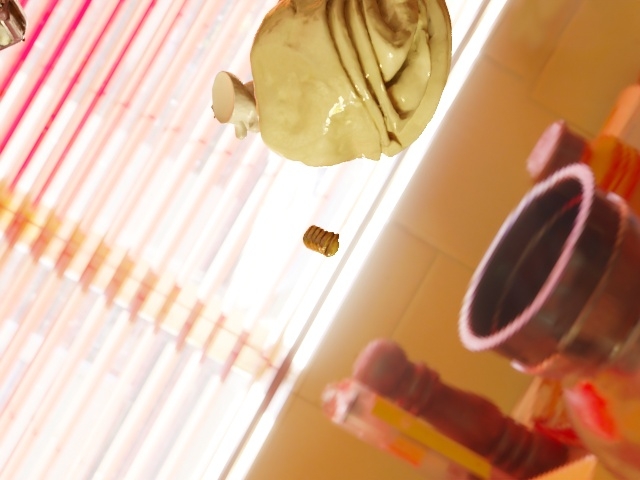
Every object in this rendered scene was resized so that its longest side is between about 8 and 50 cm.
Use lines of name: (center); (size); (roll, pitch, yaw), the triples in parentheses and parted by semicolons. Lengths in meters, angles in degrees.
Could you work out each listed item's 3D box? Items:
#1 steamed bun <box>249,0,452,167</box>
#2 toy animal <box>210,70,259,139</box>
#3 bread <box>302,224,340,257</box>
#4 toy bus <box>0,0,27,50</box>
steamed bun: (0.067, -0.240, 1.419); (0.289, 0.203, 0.276); (-20, -72, -49)
toy animal: (-0.087, -0.250, 2.030); (0.104, 0.221, 0.131); (-42, 61, 49)
bread: (0.000, 0.000, 1.943); (0.088, 0.033, 0.049); (26, 102, 46)
toy bus: (-0.604, -0.363, 1.909); (0.178, 0.087, 0.098); (-24, 46, 0)
